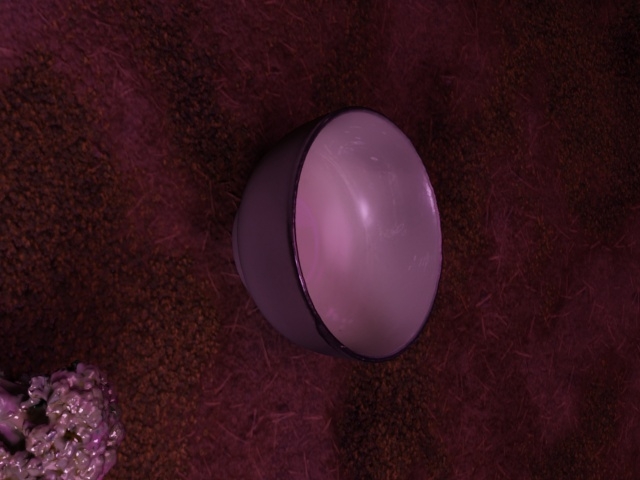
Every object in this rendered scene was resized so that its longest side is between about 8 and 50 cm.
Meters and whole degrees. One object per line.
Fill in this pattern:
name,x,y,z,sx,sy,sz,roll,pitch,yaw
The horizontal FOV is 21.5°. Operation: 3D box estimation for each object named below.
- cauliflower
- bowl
cauliflower,-0.359,0.206,1.869,0.315,0.239,0.256,44,75,-18
bowl,0.000,0.000,2.353,0.354,0.185,0.354,12,75,-51
